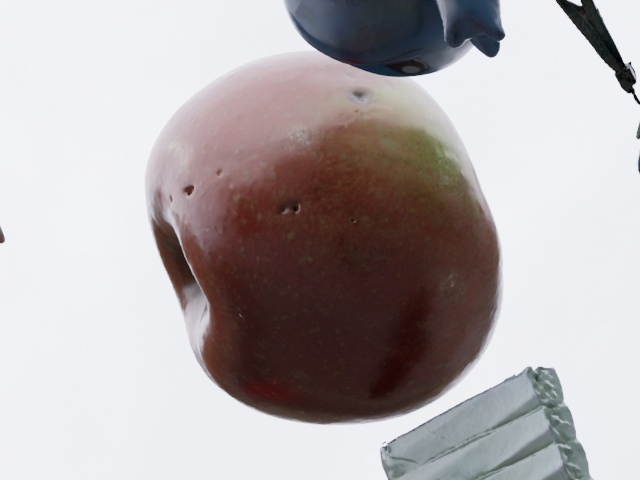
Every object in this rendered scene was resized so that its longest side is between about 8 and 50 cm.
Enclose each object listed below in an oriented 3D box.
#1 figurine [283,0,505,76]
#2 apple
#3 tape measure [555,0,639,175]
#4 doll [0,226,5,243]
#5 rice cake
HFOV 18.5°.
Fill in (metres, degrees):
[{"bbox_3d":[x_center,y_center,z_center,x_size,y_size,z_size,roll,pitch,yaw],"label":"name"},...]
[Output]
[{"bbox_3d":[-0.010,-0.257,1.225,0.243,0.298,0.416,-54,-37,-42],"label":"figurine"},{"bbox_3d":[0.000,0.000,1.785,0.277,0.348,0.348,-16,-48,-13],"label":"apple"},{"bbox_3d":[0.183,-0.105,1.232,0.180,0.107,0.104,26,-37,-3],"label":"tape measure"},{"bbox_3d":[-0.321,-0.013,1.429,0.181,0.110,0.107,-31,-31,-47],"label":"doll"},{"bbox_3d":[0.142,0.210,1.614,0.037,0.189,0.198,6,-37,-41],"label":"rice cake"}]
